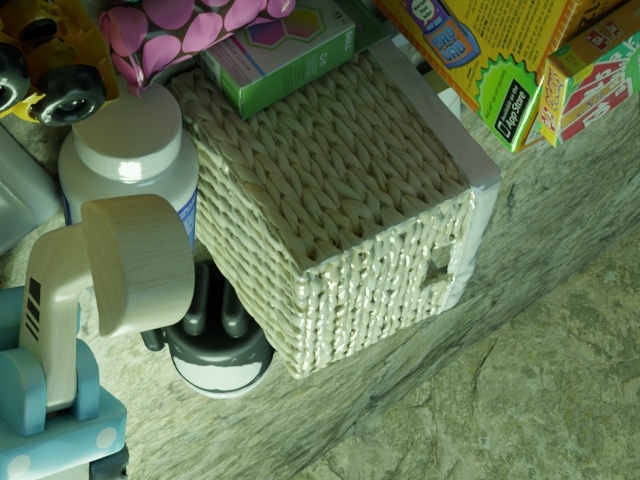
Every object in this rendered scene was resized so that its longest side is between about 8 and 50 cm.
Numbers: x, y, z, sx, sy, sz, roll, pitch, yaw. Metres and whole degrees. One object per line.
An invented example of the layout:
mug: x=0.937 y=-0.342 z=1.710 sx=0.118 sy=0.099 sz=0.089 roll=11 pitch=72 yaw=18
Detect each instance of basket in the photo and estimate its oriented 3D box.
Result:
basket: x=0.006 y=-0.052 z=1.243 sx=0.266 sy=0.331 sz=0.328 roll=-29 pitch=156 yaw=-18

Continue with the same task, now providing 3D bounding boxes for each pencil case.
pencil case: x=-0.120 y=-0.230 z=1.023 sx=0.209 sy=0.095 sz=0.098 roll=-30 pitch=126 yaw=-19

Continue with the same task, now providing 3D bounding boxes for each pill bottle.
pill bottle: x=-0.213 y=-0.054 z=1.131 sx=0.152 sy=0.152 sz=0.272 roll=-28 pitch=156 yaw=-25

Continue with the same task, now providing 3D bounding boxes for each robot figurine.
robot figurine: x=-0.155 y=0.141 z=1.561 sx=0.173 sy=0.209 sz=0.278 roll=-44 pitch=161 yaw=-23

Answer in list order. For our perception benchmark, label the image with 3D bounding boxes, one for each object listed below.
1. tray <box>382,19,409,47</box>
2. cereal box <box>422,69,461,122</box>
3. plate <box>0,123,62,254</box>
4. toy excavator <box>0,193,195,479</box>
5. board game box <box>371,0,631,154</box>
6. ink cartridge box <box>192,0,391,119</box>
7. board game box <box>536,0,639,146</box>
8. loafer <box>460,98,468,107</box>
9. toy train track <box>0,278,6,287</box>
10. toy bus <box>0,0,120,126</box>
tray: x=0.175 y=-0.316 z=1.268 sx=0.270 sy=0.030 sz=0.145 roll=-29 pitch=-178 yaw=37
cereal box: x=0.138 y=-0.163 z=1.580 sx=0.173 sy=0.047 sz=0.240 roll=-29 pitch=158 yaw=-2
plate: x=-0.418 y=-0.011 z=1.040 sx=0.278 sy=0.045 sz=0.277 roll=-36 pitch=158 yaw=-6
toy excavator: x=-0.316 y=0.122 z=1.102 sx=0.222 sy=0.433 sz=0.445 roll=-12 pitch=117 yaw=-42
board game box: x=0.245 y=-0.377 z=0.947 sx=0.356 sy=0.356 sz=0.356 roll=-29 pitch=156 yaw=-22
ink cartridge box: x=-0.032 y=-0.235 z=1.121 sx=0.209 sy=0.109 sz=0.062 roll=-32 pitch=158 yaw=-16
board game box: x=0.304 y=-0.189 z=0.885 sx=0.259 sy=0.039 sz=0.124 roll=-37 pitch=158 yaw=-8
loafer: x=0.299 y=-0.294 z=1.547 sx=0.268 sy=0.092 sz=0.102 roll=-47 pitch=136 yaw=-23
toy train track: x=-0.411 y=0.052 z=1.212 sx=0.048 sy=0.014 sz=0.083 roll=-46 pitch=157 yaw=18
toy bus: x=-0.314 y=-0.137 z=0.851 sx=0.211 sy=0.149 sz=0.220 roll=-34 pitch=164 yaw=24
